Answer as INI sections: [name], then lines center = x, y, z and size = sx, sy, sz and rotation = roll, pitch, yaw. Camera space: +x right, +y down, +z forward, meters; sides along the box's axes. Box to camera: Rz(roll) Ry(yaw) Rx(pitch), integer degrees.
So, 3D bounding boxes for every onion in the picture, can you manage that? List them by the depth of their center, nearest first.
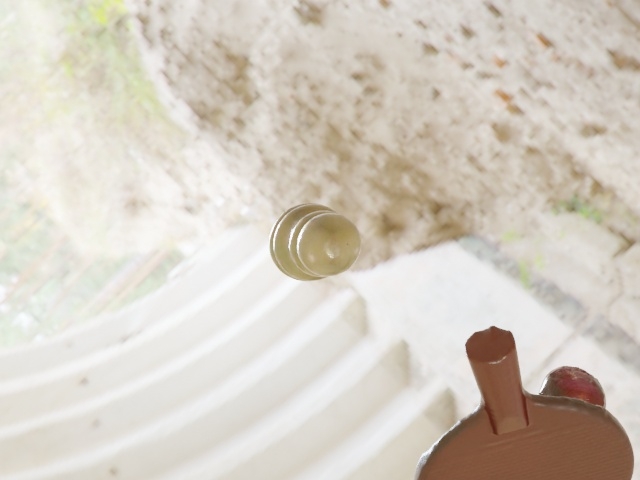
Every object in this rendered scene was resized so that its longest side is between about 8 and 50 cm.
[onion]
center = 0.429, 0.278, 2.144
size = 0.131, 0.131, 0.131
rotation = 46, 179, 1

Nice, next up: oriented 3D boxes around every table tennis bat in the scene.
[table tennis bat]
center = 0.232, 0.251, 1.468
size = 0.051, 0.268, 0.415
rotation = -101, -8, -46

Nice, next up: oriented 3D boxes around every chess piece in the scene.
[chess piece]
center = 0.000, 0.000, 1.378
size = 0.094, 0.094, 0.170
rotation = 46, 171, -6
